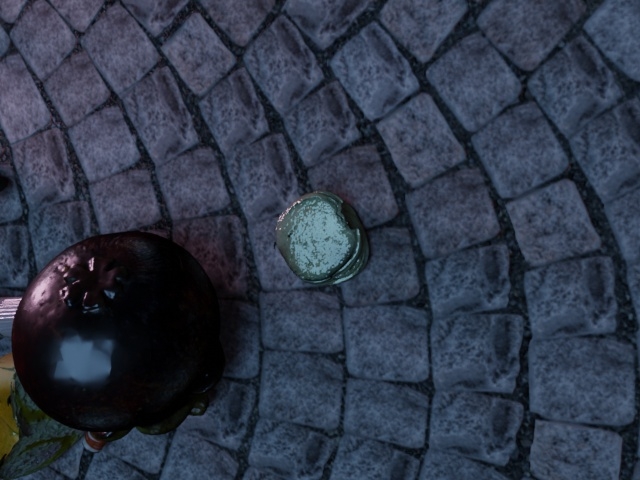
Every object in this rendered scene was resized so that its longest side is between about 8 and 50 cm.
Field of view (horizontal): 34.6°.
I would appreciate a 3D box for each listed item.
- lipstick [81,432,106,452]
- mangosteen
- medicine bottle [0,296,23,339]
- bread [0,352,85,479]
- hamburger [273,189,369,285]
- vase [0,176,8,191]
[{"bbox_3d":[-0.358,0.300,1.734,0.038,0.038,0.130,38,113,13],"label":"lipstick"},{"bbox_3d":[-0.300,0.145,1.541,0.330,0.330,0.329,5,103,23],"label":"mangosteen"},{"bbox_3d":[-0.576,0.135,1.774,0.203,0.083,0.083,-6,98,23],"label":"medicine bottle"},{"bbox_3d":[-0.487,0.272,1.731,0.156,0.158,0.260,57,133,23],"label":"bread"},{"bbox_3d":[0.000,0.000,1.502,0.133,0.062,0.140,-20,90,25],"label":"hamburger"},{"bbox_3d":[-0.644,-0.043,1.761,0.115,0.115,0.237,48,117,9],"label":"vase"}]
